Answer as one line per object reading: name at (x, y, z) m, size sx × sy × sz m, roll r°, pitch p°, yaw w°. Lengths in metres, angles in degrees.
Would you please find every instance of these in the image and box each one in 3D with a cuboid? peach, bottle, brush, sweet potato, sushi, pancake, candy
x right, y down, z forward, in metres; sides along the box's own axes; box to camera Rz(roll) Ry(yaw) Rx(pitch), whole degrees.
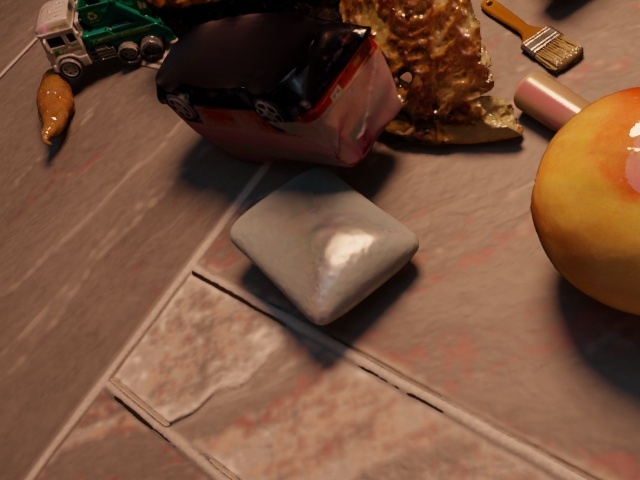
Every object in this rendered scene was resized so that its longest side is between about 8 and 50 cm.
peach at (0.258, -0.033, 0.490) m, size 0.184 × 0.184 × 0.184 m, roll -12°, pitch 54°, yaw 18°
bottle at (0.248, -0.136, 0.641) m, size 0.045 × 0.045 × 0.096 m, roll -39°, pitch 52°, yaw -3°
brush at (0.244, -0.252, 0.743) m, size 0.043 × 0.014 × 0.170 m, roll -34°, pitch 49°, yaw 3°
sweet potato at (-0.434, -0.219, 1.014) m, size 0.068 × 0.060 × 0.206 m, roll -57°, pitch 34°, yaw 30°
sushi at (-0.080, -0.378, 0.860) m, size 0.349 × 0.207 × 0.234 m, roll -1°, pitch 65°, yaw 28°
pancake at (0.097, -0.204, 0.714) m, size 0.212 × 0.056 × 0.257 m, roll -21°, pitch 83°, yaw 39°
candy at (0.000, 0.000, 0.648) m, size 0.138 × 0.071 × 0.174 m, roll -37°, pitch 49°, yaw -15°

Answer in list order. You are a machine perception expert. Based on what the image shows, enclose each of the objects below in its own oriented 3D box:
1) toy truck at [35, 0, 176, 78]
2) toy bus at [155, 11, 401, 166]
toy truck at (-0.352, -0.357, 1.012) m, size 0.216 × 0.116 × 0.110 m, roll -13°, pitch 52°, yaw 3°
toy bus at (-0.060, -0.171, 0.720) m, size 0.303 × 0.147 × 0.127 m, roll 14°, pitch 66°, yaw 46°
